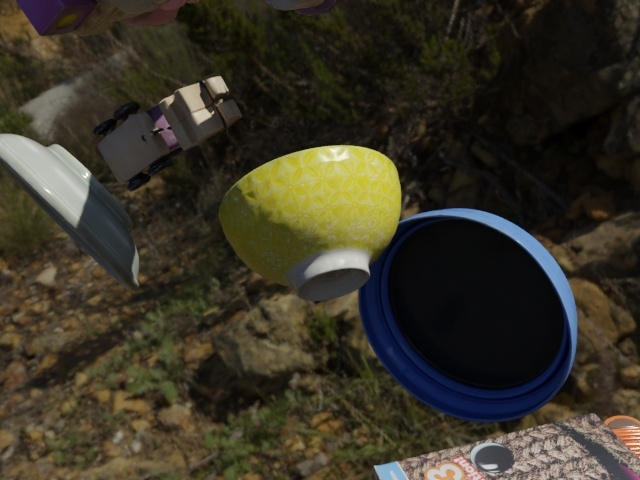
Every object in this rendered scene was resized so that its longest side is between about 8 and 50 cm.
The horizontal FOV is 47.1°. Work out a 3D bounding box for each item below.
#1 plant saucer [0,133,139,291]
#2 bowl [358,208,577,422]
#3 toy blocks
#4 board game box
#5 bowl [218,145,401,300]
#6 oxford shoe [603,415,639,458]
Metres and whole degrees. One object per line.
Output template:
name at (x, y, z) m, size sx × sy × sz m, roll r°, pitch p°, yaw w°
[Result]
plant saucer at (-0.467, -0.073, 1.401) m, size 0.100 × 0.400 × 0.400 m, roll -45°, pitch 10°, yaw -14°
bowl at (0.249, 0.126, 1.271) m, size 0.391 × 0.391 × 0.077 m, roll -21°, pitch 7°, yaw 40°
toy blocks at (-0.092, -0.263, 0.653) m, size 0.288 × 0.309 × 0.260 m, roll -27°, pitch 6°, yaw 32°
board game box at (0.226, 0.332, 0.766) m, size 0.291 × 0.141 × 0.232 m, roll -8°, pitch 29°, yaw -19°
bowl at (0.000, 0.000, 1.128) m, size 0.289 × 0.156 × 0.289 m, roll -12°, pitch -25°, yaw -6°
oxford shoe at (0.526, 0.473, 1.206) m, size 0.130 × 0.364 × 0.133 m, roll -2°, pitch -35°, yaw 1°
